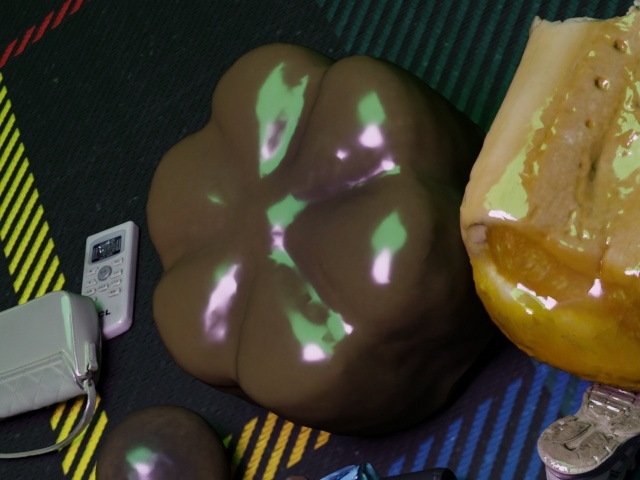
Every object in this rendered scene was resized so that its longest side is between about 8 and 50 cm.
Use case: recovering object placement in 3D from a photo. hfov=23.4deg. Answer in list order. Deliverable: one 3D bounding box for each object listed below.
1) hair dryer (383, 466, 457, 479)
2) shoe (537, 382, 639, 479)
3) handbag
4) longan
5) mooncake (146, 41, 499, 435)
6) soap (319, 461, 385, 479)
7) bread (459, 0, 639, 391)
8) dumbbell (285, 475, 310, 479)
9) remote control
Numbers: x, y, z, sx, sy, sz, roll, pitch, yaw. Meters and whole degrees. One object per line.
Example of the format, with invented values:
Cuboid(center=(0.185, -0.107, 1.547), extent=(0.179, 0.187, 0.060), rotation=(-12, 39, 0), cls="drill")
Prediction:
Cuboid(center=(0.055, 0.286, 1.674), extent=(0.128, 0.255, 0.070), rotation=(-15, 75, 23), cls="hair dryer")
Cuboid(center=(0.301, 0.224, 1.654), extent=(0.089, 0.092, 0.180), rotation=(25, 40, 33), cls="shoe")
Cuboid(center=(-0.410, 0.200, 2.182), extent=(0.256, 0.079, 0.219), rotation=(-19, 67, 30), cls="handbag")
Cuboid(center=(-0.192, 0.291, 1.908), extent=(0.167, 0.167, 0.187), rotation=(-39, 66, 5), cls="longan")
Cuboid(center=(0.000, 0.000, 1.854), extent=(0.467, 0.262, 0.467), rotation=(-11, 72, 34), cls="mooncake")
Cuboid(center=(0.058, 0.346, 1.584), extent=(0.156, 0.293, 0.077), rotation=(-39, 29, 9), cls="soap")
Cuboid(center=(0.347, -0.032, 1.688), extent=(0.361, 0.250, 0.394), rotation=(17, 73, 22), cls="bread")
Cuboid(center=(-0.071, 0.381, 1.801), extent=(0.231, 0.092, 0.082), rotation=(-49, 16, -6), cls="dumbbell")
Cuboid(center=(-0.308, 0.061, 2.248), extent=(0.087, 0.029, 0.190), rotation=(-19, 49, 24), cls="remote control")
